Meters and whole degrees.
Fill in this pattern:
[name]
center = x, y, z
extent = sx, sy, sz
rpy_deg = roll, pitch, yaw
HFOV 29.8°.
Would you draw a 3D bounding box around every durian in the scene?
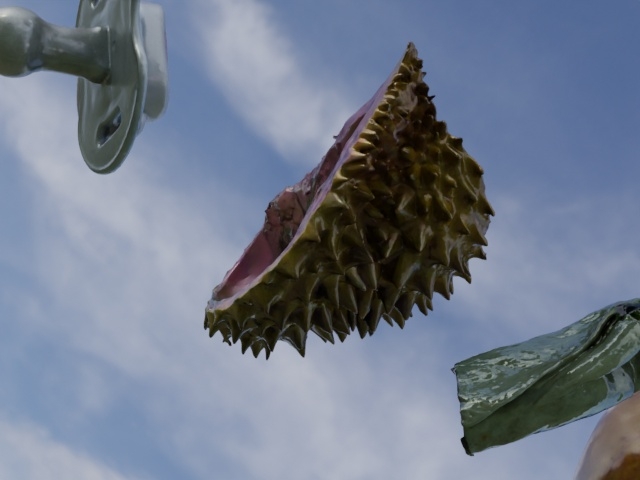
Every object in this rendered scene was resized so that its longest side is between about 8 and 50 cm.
[durian]
center = 0.003, 0.014, 0.876
extent = 0.154, 0.186, 0.260
rpy_deg = 54, -22, 7

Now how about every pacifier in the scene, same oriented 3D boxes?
[pacifier]
center = -0.296, -0.221, 1.421
extent = 0.238, 0.226, 0.287
rpy_deg = -24, -117, 53

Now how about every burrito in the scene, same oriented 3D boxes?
[burrito]
center = 0.120, 0.065, 0.593
extent = 0.118, 0.074, 0.044
rpy_deg = -20, -78, 5

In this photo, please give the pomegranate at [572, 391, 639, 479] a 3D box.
[pomegranate]
center = 0.443, 0.320, 1.224
extent = 0.417, 0.416, 0.416
rpy_deg = 27, -39, 23
